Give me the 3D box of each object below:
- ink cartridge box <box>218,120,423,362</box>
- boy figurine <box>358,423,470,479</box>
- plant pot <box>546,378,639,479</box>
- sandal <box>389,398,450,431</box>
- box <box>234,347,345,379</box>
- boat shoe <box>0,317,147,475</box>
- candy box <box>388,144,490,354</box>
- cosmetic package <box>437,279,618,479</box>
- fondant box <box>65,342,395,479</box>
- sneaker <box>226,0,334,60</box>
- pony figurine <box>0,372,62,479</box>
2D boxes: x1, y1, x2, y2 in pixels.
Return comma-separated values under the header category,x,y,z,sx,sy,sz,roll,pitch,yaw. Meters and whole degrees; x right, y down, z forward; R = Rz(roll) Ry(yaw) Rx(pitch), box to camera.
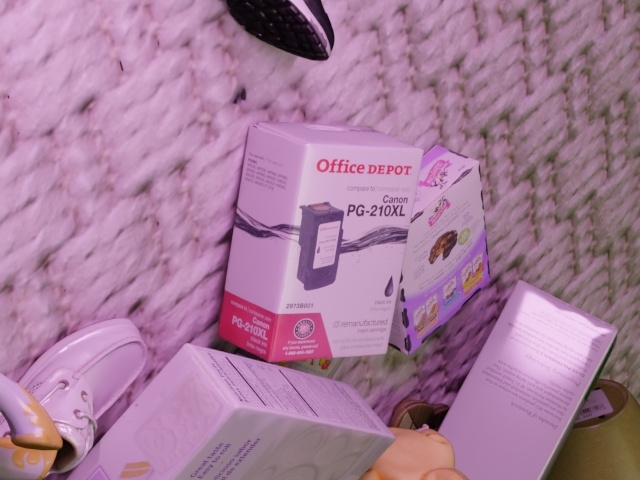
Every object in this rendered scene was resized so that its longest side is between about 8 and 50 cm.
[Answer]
category,x,y,z,sx,sy,sz,roll,pitch,yaw
ink cartridge box,0.000,0.000,1.695,0.172,0.100,0.237,-1,106,-41
boy figurine,0.088,0.269,1.848,0.177,0.285,0.092,-30,132,-43
plant pot,0.431,0.367,2.389,0.274,0.274,0.294,-34,119,-35
sandal,0.121,0.234,2.077,0.072,0.049,0.180,-63,159,7
box,-0.027,0.124,1.826,0.186,0.038,0.145,-57,143,-13
boat shoe,-0.257,0.181,1.520,0.277,0.096,0.098,-40,138,-30
candy box,0.125,0.011,1.923,0.165,0.070,0.196,-39,138,-31
cosmetic package,0.245,0.254,2.110,0.366,0.155,0.197,-63,168,-3
fondant box,-0.098,0.241,1.642,0.238,0.096,0.330,-48,149,12
sneaker,-0.041,-0.285,1.513,0.124,0.107,0.283,-61,145,-15
pony figurine,-0.375,0.213,1.254,0.363,0.302,0.351,37,53,-35
